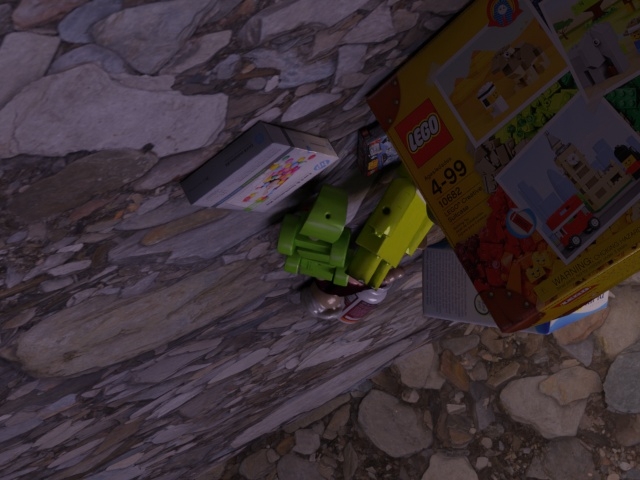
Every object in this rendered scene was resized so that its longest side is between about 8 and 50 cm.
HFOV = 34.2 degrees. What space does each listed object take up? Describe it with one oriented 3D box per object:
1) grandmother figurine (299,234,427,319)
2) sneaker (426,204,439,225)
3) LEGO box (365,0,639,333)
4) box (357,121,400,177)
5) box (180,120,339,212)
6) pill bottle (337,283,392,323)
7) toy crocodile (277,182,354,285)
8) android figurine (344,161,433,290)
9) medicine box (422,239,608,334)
[{"bbox_3d":[0.072,0.058,2.047,0.208,0.104,0.342,15,145,-29],"label":"grandmother figurine"},{"bbox_3d":[0.195,-0.123,1.589,0.086,0.064,0.192,33,74,-56],"label":"sneaker"},{"bbox_3d":[0.358,-0.173,1.269,0.500,0.372,0.193,-40,161,34],"label":"LEGO box"},{"bbox_3d":[0.102,-0.147,1.553,0.094,0.027,0.137,-28,164,-8],"label":"box"},{"bbox_3d":[-0.078,-0.094,1.392,0.145,0.038,0.186,-34,165,21],"label":"box"},{"bbox_3d":[0.090,0.113,2.252,0.086,0.086,0.152,-15,160,-40],"label":"pill bottle"},{"bbox_3d":[0.000,0.000,1.727,0.115,0.105,0.340,13,165,5],"label":"toy crocodile"},{"bbox_3d":[0.137,-0.045,1.697,0.272,0.056,0.248,-57,162,-2],"label":"android figurine"},{"bbox_3d":[0.395,0.075,2.099,0.289,0.149,0.264,6,-168,39],"label":"medicine box"}]
